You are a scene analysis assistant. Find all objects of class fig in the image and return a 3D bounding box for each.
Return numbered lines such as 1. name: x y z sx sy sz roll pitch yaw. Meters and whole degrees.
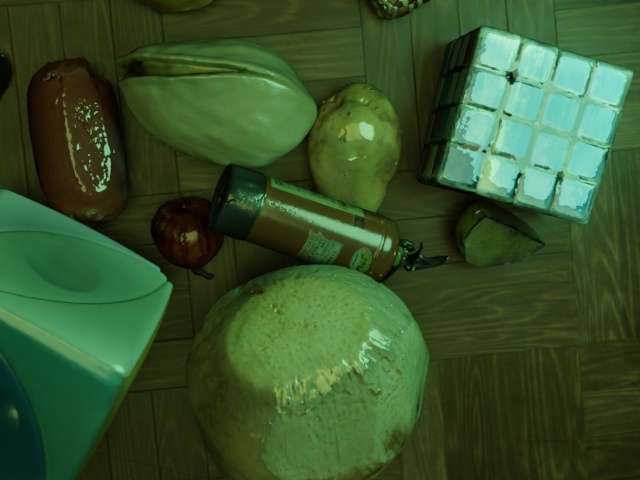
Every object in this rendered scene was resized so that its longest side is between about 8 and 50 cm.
1. fig: -0.219 -0.009 1.898 0.128 0.150 0.128 3 66 -7

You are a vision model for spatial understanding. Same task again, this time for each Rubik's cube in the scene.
1. Rubik's cube: -0.461 0.171 1.733 0.352 0.347 0.352 27 114 -7
2. Rubik's cube: 0.317 -0.183 1.845 0.256 0.253 0.259 14 95 -5

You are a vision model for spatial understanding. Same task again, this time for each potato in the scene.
1. potato: 0.051 -0.142 1.890 0.161 0.128 0.234 22 101 -5
2. potato: 0.287 -0.014 1.955 0.172 0.089 0.100 17 120 -39

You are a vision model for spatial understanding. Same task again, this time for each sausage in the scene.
1. sausage: -0.391 -0.157 1.848 0.152 0.152 0.279 -9 94 -3

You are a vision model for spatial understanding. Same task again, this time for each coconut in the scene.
1. coconut: -0.012 0.234 1.808 0.415 0.415 0.344 -10 57 -3

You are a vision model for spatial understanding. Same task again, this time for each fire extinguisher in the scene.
1. fire extinguisher: 0.004 -0.011 1.860 0.376 0.200 0.113 19 83 -14

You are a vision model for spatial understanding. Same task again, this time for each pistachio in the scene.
1. pistachio: -0.168 -0.226 1.824 0.332 0.226 0.207 13 73 -14

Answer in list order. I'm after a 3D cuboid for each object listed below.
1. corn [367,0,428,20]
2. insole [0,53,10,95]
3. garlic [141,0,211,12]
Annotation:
1. corn: 0.202 -0.469 1.892 0.290 0.098 0.098 -35 96 -4
2. insole: -0.644 -0.182 1.871 0.348 0.009 0.119 -47 126 3
3. garlic: -0.241 -0.473 1.825 0.217 0.228 0.110 29 48 -19
